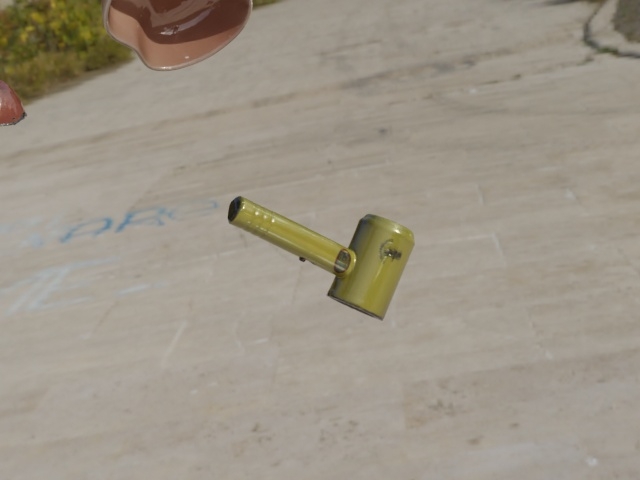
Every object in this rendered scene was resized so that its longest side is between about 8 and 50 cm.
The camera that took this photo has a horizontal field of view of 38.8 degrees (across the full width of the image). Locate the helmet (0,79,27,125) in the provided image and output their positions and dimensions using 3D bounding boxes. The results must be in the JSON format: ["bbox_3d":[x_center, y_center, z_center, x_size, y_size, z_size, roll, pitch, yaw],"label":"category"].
[{"bbox_3d":[-0.323,-0.133,0.885,0.065,0.049,0.084,-17,14,-17],"label":"helmet"}]

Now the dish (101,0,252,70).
[{"bbox_3d":[-0.203,-0.344,1.246,0.213,0.213,0.090,-17,51,-21],"label":"dish"}]

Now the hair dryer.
[{"bbox_3d":[0.000,0.000,1.257,0.278,0.135,0.090,26,-5,-28],"label":"hair dryer"}]
